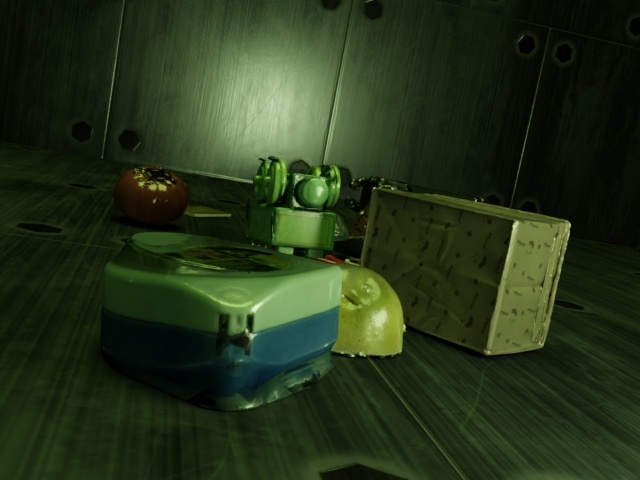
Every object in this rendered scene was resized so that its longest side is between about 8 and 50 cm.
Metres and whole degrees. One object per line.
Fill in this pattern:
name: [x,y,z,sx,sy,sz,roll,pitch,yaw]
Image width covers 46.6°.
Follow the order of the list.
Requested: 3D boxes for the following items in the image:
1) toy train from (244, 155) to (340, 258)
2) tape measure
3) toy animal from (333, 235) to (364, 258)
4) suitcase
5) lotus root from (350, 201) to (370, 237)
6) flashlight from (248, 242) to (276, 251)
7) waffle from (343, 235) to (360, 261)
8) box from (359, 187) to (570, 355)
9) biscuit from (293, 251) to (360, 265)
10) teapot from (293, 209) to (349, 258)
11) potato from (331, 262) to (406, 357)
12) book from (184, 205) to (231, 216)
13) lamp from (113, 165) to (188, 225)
toy train: [-0.058,-0.069,1.507,0.159,0.188,0.271,5,2,-19]
tape measure: [-0.125,0.080,0.890,0.262,0.138,0.259,14,8,25]
toy animal: [0.143,0.030,1.650,0.239,0.176,0.255,25,-38,-8]
suitcase: [0.312,-0.076,2.310,0.433,0.194,0.283,8,8,-16]
lotus root: [0.228,-0.043,2.049,0.290,0.193,0.193,5,10,-34]
flashlight: [-0.100,0.070,1.206,0.092,0.093,0.232,9,14,-9]
waffle: [0.083,0.020,1.891,0.102,0.043,0.148,8,9,-30]
box: [0.234,0.044,1.282,0.190,0.225,0.297,3,10,-45]
biscuit: [-0.002,0.054,1.543,0.339,0.047,0.216,6,10,-27]
teapot: [0.006,-0.009,1.778,0.149,0.111,0.108,13,20,-27]
potato: [0.033,0.093,1.094,0.202,0.117,0.182,9,11,-14]
book: [-0.356,-0.085,2.156,0.118,0.012,0.172,15,9,28]
lamp: [-0.412,-0.102,1.805,0.181,0.140,0.182,13,26,-6]
